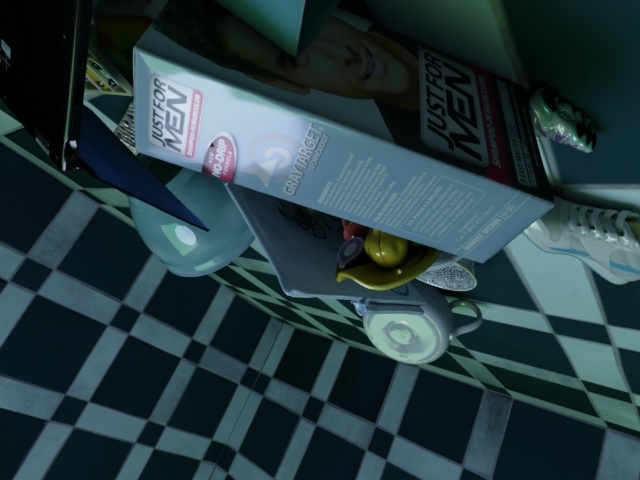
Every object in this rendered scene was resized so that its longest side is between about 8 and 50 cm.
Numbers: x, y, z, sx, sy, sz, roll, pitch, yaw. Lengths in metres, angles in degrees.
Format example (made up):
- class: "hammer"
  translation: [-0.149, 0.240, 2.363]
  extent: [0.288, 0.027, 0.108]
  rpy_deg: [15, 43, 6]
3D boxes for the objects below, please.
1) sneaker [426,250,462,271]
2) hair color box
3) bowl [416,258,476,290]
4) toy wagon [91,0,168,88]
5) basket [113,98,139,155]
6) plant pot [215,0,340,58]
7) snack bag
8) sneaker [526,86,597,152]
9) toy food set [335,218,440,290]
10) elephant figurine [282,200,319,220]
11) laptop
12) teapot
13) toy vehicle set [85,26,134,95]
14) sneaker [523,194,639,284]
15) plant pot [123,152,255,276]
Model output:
- class: "sneaker"
  translation: [0.196, -0.005, 0.662]
  extent: [0.257, 0.094, 0.091]
  rpy_deg: [-15, 163, -11]
- class: "hair color box"
  translation: [0.031, -0.129, 0.444]
  extent: [0.373, 0.186, 0.114]
  rpy_deg: [17, 142, -11]
- class: "bowl"
  translation: [0.246, 0.030, 0.888]
  extent: [0.170, 0.080, 0.170]
  rpy_deg: [23, 161, 9]
- class: "toy wagon"
  translation: [-0.219, -0.256, 0.748]
  extent: [0.267, 0.068, 0.344]
  rpy_deg: [16, 159, 26]
- class: "basket"
  translation: [-0.416, -0.232, 1.004]
  extent: [0.113, 0.103, 0.167]
  rpy_deg: [33, 159, -23]
- class: "plant pot"
  translation: [-0.068, -0.299, 0.313]
  extent: [0.234, 0.166, 0.166]
  rpy_deg: [31, 161, 0]
- class: "snack bag"
  translation: [0.000, 0.000, 0.747]
  extent: [0.342, 0.037, 0.323]
  rpy_deg: [11, -146, -46]
- class: "sneaker"
  translation: [0.268, -0.132, 0.511]
  extent: [0.098, 0.038, 0.069]
  rpy_deg: [39, 160, -10]
- class: "toy food set"
  translation: [0.071, -0.023, 0.536]
  extent: [0.128, 0.218, 0.071]
  rpy_deg: [-18, 112, 14]
- class: "elephant figurine"
  translation: [0.074, -0.072, 0.698]
  extent: [0.239, 0.170, 0.186]
  rpy_deg: [21, 152, -6]
- class: "laptop"
  translation: [-0.296, -0.253, 0.553]
  extent: [0.382, 0.236, 0.408]
  rpy_deg: [41, 125, 21]
- class: "teapot"
  translation: [0.251, 0.191, 1.166]
  extent: [0.256, 0.187, 0.252]
  rpy_deg: [44, 132, -2]
- class: "toy vehicle set"
  translation: [-0.481, -0.382, 0.800]
  extent: [0.165, 0.035, 0.267]
  rpy_deg: [14, 158, 31]
- class: "sneaker"
  translation: [0.384, -0.015, 0.608]
  extent: [0.228, 0.088, 0.092]
  rpy_deg: [22, 155, -10]
- class: "plant pot"
  translation: [-0.277, -0.099, 0.903]
  extent: [0.292, 0.293, 0.196]
  rpy_deg: [13, 153, 33]
